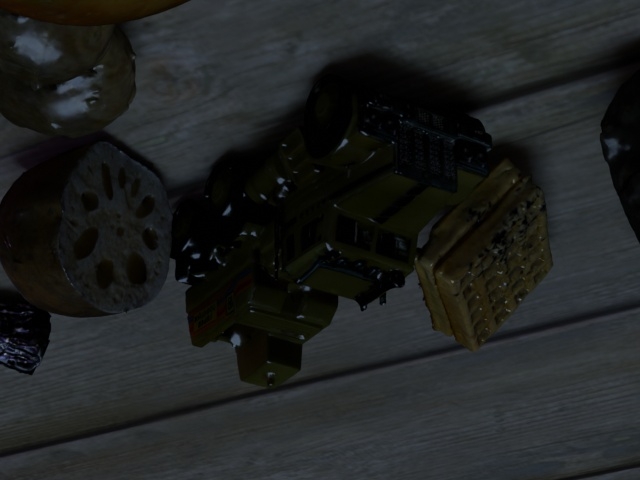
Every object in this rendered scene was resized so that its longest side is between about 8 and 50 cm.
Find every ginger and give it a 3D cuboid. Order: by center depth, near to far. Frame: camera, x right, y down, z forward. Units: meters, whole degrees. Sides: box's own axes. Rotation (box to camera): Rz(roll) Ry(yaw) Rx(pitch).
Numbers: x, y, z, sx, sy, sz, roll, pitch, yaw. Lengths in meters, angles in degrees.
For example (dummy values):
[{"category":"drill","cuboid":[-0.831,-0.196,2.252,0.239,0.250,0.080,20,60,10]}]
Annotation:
[{"category":"ginger","cuboid":[-0.162,-0.129,0.954,0.104,0.080,0.204,2,152,4]}]

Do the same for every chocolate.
[{"category":"chocolate","cuboid":[-0.281,0.062,1.289,0.147,0.072,0.070,16,143,-38]}]

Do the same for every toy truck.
[{"category":"toy truck","cuboid":[0.001,-0.005,1.140,0.127,0.127,0.257,18,141,-29]}]

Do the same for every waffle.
[{"category":"waffle","cuboid":[0.119,0.013,1.201,0.102,0.042,0.148,-44,156,-11]}]

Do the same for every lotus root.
[{"category":"lotus root","cuboid":[-0.163,0.000,1.144,0.081,0.112,0.122,-12,150,28]}]

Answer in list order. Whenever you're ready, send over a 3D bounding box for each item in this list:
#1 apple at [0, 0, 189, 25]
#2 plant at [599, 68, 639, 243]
[{"category":"apple","cuboid":[-0.115,-0.204,0.720,0.210,0.173,0.235,-39,142,-15]},{"category":"plant","cuboid":[0.278,-0.015,1.117,0.146,0.149,0.274,-10,152,14]}]
